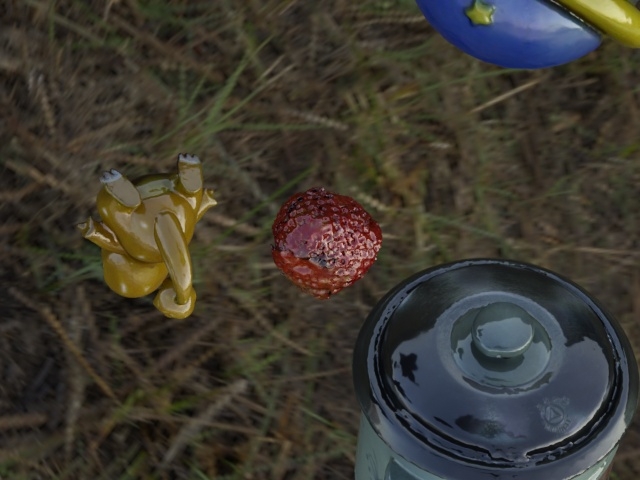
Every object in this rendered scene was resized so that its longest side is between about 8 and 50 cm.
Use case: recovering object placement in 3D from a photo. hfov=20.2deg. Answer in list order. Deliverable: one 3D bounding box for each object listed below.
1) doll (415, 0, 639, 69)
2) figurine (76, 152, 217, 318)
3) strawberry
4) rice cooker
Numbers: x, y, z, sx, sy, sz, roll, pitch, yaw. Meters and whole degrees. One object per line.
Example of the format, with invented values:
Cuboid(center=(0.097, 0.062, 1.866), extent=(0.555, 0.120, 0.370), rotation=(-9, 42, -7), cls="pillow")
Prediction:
Cuboid(center=(0.188, -0.200, 1.108), extent=(0.311, 0.159, 0.242), rotation=(28, 87, -1), cls="doll")
Cuboid(center=(-0.140, 0.013, 1.511), extent=(0.121, 0.176, 0.122), rotation=(-18, 76, -21), cls="figurine")
Cuboid(center=(0.000, 0.000, 1.309), extent=(0.083, 0.096, 0.083), rotation=(-1, 85, 12), cls="strawberry")
Cuboid(center=(0.161, 0.167, 1.721), extent=(0.264, 0.316, 0.316), rotation=(29, 81, 20), cls="rice cooker")
